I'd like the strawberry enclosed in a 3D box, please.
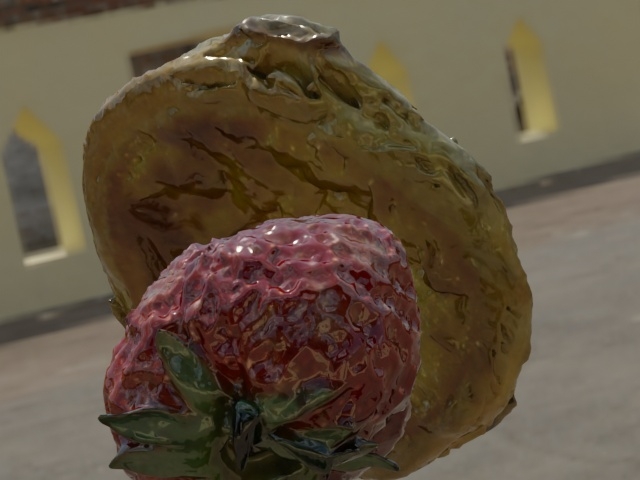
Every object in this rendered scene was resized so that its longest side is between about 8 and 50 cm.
[{"bbox_3d":[-0.020,0.041,0.662,0.131,0.148,0.131,-1,-37,-1],"label":"strawberry"}]

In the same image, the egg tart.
[{"bbox_3d":[0.002,0.004,1.101,0.341,0.341,0.129,-9,23,40],"label":"egg tart"}]
